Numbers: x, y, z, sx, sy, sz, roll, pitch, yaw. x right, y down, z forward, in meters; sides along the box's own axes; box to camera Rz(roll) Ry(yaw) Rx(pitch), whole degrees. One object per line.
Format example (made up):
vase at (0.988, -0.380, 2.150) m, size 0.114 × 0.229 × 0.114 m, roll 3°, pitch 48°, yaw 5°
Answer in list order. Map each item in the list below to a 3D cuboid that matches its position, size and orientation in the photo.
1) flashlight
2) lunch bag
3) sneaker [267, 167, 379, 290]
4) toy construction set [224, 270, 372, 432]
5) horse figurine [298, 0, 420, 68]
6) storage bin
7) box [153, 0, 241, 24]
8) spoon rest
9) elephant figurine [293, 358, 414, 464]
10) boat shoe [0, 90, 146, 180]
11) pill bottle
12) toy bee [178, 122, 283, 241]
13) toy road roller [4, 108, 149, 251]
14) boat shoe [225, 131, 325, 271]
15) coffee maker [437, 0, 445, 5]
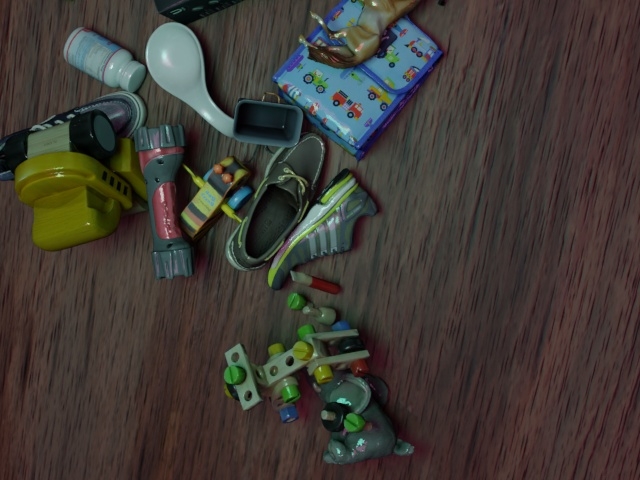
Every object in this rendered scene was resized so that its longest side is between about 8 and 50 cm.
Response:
flashlight at (-0.303, -0.077, 1.479) m, size 0.103 × 0.103 × 0.304 m, roll -8°, pitch 94°, yaw -1°
lunch bag at (0.085, -0.346, 1.471) m, size 0.221 × 0.138 × 0.293 m, roll 40°, pitch 89°, yaw 5°
sneaker at (0.000, 0.000, 1.526) m, size 0.121 × 0.111 × 0.300 m, roll 39°, pitch 107°, yaw -5°
toy construction set at (-0.061, 0.211, 1.442) m, size 0.257 × 0.237 × 0.309 m, roll -13°, pitch 66°, yaw 38°
horse figurine at (0.071, -0.413, 1.396) m, size 0.174 × 0.066 × 0.263 m, roll 27°, pitch 72°, yaw 5°
storage bin at (-0.112, -0.251, 1.482) m, size 0.135 × 0.091 × 0.098 m, roll 4°, pitch 112°, yaw -16°
box at (-0.209, -0.566, 1.477) m, size 0.270 × 0.143 × 0.165 m, roll -19°, pitch 92°, yaw 13°
spoon rest at (-0.261, -0.331, 1.541) m, size 0.137 × 0.084 × 0.276 m, roll -42°, pitch 89°, yaw 24°
elephant figurine at (0.062, 0.333, 1.536) m, size 0.185 × 0.169 × 0.240 m, roll -5°, pitch 79°, yaw -17°
boat shoe at (-0.541, -0.214, 1.575) m, size 0.340 × 0.158 × 0.127 m, roll -28°, pitch 91°, yaw 13°
pill bottle at (-0.457, -0.382, 1.576) m, size 0.160 × 0.087 × 0.087 m, roll 30°, pitch 101°, yaw 6°
toy bee at (-0.209, -0.120, 1.522) m, size 0.195 × 0.162 × 0.299 m, roll 24°, pitch 101°, yaw 9°
toy road roller at (-0.463, -0.082, 1.470) m, size 0.202 × 0.329 × 0.241 m, roll -14°, pitch 67°, yaw 13°
boat shoe at (-0.075, -0.085, 1.471) m, size 0.116 × 0.096 × 0.324 m, roll 35°, pitch 73°, yaw -14°
coffee maker at (0.188, -0.569, 1.412) m, size 0.178 × 0.120 × 0.171 m, roll 25°, pitch 102°, yaw 8°
